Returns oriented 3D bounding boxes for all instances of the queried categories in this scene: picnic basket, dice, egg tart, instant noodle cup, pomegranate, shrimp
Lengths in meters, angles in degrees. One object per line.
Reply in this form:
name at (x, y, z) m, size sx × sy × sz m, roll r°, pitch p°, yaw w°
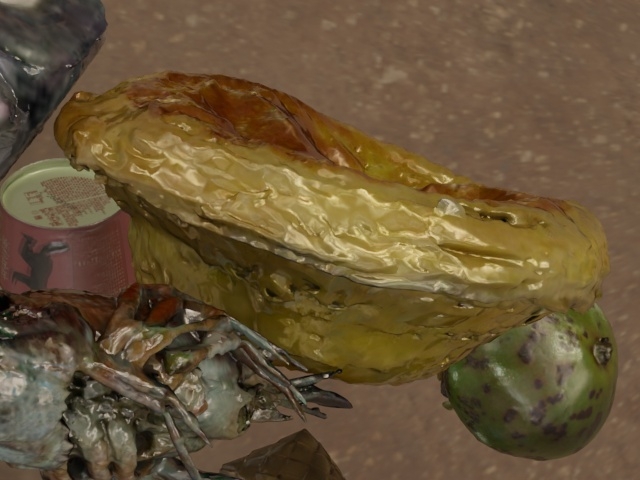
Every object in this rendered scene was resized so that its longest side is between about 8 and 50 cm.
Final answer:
picnic basket at (-0.009, 0.270, 1.296) m, size 0.128 × 0.138 × 0.178 m, roll -23°, pitch 57°, yaw -6°
dice at (-0.292, -0.149, 1.191) m, size 0.182 × 0.181 × 0.183 m, roll 38°, pitch 124°, yaw -11°
egg tart at (0.000, 0.000, 1.140) m, size 0.443 × 0.443 × 0.178 m, roll 21°, pitch 102°, yaw 21°
instant noodle cup at (-0.352, 0.006, 2.080) m, size 0.235 × 0.235 × 0.178 m, roll 20°, pitch 128°, yaw 21°
pomegranate at (0.214, 0.145, 1.654) m, size 0.263 × 0.211 × 0.211 m, roll -19°, pitch 85°, yaw 45°
shrimp at (-0.118, 0.115, 0.931) m, size 0.137 × 0.372 × 0.172 m, roll 34°, pitch 103°, yaw 56°
